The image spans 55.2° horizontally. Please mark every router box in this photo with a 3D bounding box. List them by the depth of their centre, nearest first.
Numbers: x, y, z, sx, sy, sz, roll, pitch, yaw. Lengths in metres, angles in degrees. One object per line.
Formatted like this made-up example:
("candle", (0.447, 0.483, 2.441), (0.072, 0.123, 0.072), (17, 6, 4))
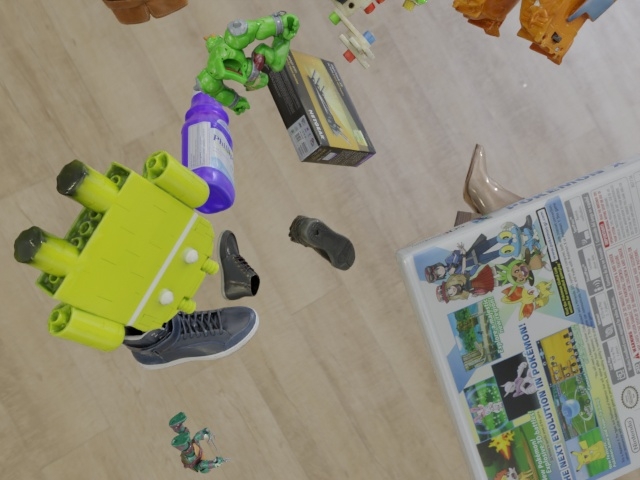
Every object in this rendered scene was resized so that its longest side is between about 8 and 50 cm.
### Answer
("router box", (-0.006, -0.347, 1.612), (0.243, 0.081, 0.309), (-4, 65, -51))

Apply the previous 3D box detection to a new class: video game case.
("video game case", (0.266, 0.108, 0.642), (0.300, 0.036, 0.329), (-21, 104, -6))

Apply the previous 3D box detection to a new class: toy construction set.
("toy construction set", (0.143, -0.585, 1.491), (0.328, 0.151, 0.215), (-48, 120, -3))

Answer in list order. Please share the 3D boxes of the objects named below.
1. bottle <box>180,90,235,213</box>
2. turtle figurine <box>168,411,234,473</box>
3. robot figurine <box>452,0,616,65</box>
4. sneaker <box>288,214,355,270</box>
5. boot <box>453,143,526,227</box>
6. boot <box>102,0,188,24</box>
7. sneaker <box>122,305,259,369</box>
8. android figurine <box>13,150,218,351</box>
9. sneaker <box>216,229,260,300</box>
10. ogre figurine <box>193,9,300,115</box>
("bottle", (-0.231, -0.194, 1.251), (0.092, 0.118, 0.283), (-16, 56, 13))
("turtle figurine", (-0.348, 0.603, 1.752), (0.118, 0.175, 0.234), (-41, 128, -15))
("robot figurine", (0.277, -0.342, 0.635), (0.085, 0.211, 0.291), (22, 109, -43))
("sneaker", (0.000, 0.000, 1.658), (0.227, 0.130, 0.087), (36, 83, -41))
("boot", (0.203, -0.044, 0.692), (0.087, 0.042, 0.118), (14, 89, 12))
("boot", (-0.362, -0.441, 0.964), (0.283, 0.220, 0.109), (-12, 63, 1))
("sneaker", (-0.221, 0.139, 1.021), (0.226, 0.163, 0.086), (-18, 56, -6))
("android figurine", (-0.226, 0.018, 0.751), (0.056, 0.273, 0.248), (25, 80, 34))
("sneaker", (-0.248, 0.071, 1.895), (0.083, 0.118, 0.222), (-1, 84, -60))
("ogre figurine", (-0.124, -0.287, 0.979), (0.118, 0.197, 0.097), (-3, 75, -47))
